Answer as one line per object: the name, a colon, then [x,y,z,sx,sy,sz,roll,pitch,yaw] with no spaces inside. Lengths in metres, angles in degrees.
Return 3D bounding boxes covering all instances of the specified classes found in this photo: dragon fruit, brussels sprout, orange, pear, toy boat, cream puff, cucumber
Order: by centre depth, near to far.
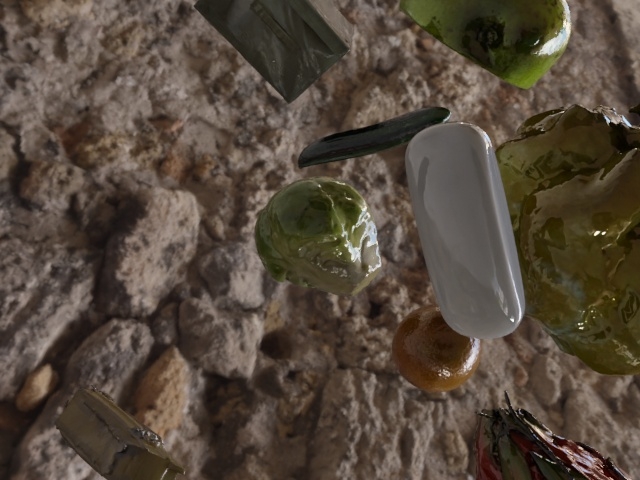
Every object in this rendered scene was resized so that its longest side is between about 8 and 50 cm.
cream puff: [0.379,-0.041,0.689,0.378,0.379,0.275,-81,-171,-48]
dragon fruit: [0.251,0.319,0.694,0.234,0.293,0.234,-37,-178,1]
cucumber: [0.078,-0.167,0.980,0.285,0.056,0.056,-13,-136,28]
pear: [0.309,-0.400,1.040,0.176,0.287,0.281,-59,-162,27]
toy boat: [-0.417,0.425,1.225,0.446,0.162,0.135,6,-115,51]
orange: [0.251,0.236,1.290,0.206,0.206,0.206,-58,-165,27]
brussels sprout: [-0.002,-0.013,1.398,0.243,0.317,0.273,-33,140,-67]

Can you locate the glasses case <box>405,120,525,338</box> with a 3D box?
glasses case: [0.127,-0.006,0.518,0.076,0.197,0.049,-9,-166,34]

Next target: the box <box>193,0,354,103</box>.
box: [-0.072,-0.387,1.028,0.149,0.231,0.155,-36,-155,27]
